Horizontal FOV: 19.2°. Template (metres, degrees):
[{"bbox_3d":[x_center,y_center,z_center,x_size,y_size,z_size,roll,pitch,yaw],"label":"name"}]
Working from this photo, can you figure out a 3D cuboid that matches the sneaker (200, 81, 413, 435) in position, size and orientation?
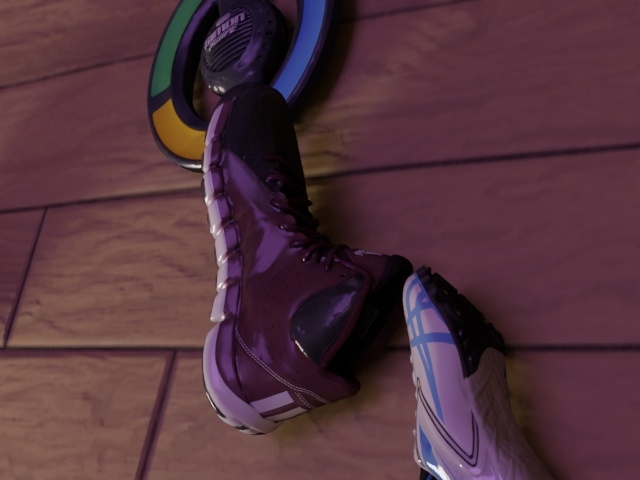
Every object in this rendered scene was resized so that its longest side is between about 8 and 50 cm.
[{"bbox_3d":[0.000,0.000,1.424,0.162,0.106,0.281,-15,67,36],"label":"sneaker"}]

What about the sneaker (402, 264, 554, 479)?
[{"bbox_3d":[0.089,0.113,1.257,0.086,0.085,0.237,-37,44,21],"label":"sneaker"}]

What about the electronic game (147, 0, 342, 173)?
[{"bbox_3d":[-0.067,-0.165,1.620,0.229,0.048,0.229,-26,51,37],"label":"electronic game"}]
